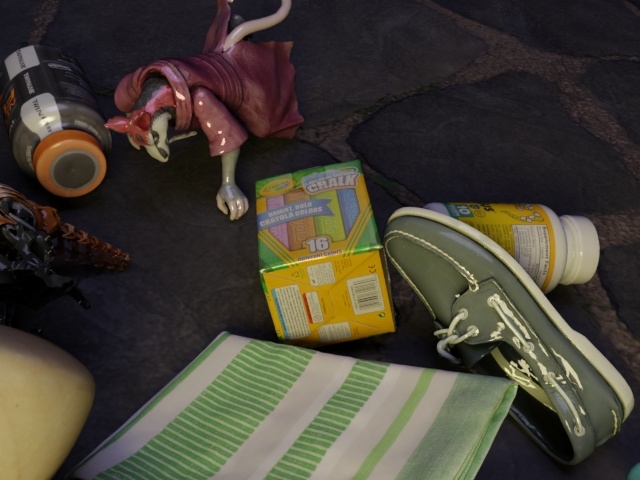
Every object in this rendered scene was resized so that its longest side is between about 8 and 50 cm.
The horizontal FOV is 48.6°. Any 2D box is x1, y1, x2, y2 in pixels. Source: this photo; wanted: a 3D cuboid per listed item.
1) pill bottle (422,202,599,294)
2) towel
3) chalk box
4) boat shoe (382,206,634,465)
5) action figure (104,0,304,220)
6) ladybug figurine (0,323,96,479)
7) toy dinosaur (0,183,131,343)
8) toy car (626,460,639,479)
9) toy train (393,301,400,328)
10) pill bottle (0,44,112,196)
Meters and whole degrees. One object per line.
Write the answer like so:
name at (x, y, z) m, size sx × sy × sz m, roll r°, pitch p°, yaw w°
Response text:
pill bottle at (0.229, 0.012, 0.881) m, size 0.208 × 0.118 × 0.118 m, roll 0°, pitch 39°, yaw -10°
towel at (-0.030, 0.168, 0.604) m, size 0.324 × 0.038 × 0.248 m, roll 2°, pitch 29°, yaw 35°
chalk box at (0.000, 0.000, 0.819) m, size 0.132 × 0.132 × 0.213 m, roll -12°, pitch 38°, yaw 2°
boat shoe at (0.174, 0.094, 0.735) m, size 0.319 × 0.116 × 0.099 m, roll 44°, pitch 60°, yaw 10°
action figure at (-0.146, -0.213, 0.989) m, size 0.248 × 0.276 × 0.370 m, roll 27°, pitch 28°, yaw 13°
ladybug figurine at (-0.387, 0.135, 0.506) m, size 0.449 × 0.305 × 0.162 m, roll 1°, pitch 71°, yaw 13°
toy dinosaur at (-0.340, 0.002, 0.726) m, size 0.321 × 0.164 × 0.218 m, roll -11°, pitch 52°, yaw -33°
toy car at (0.430, 0.257, 0.601) m, size 0.238 × 0.210 × 0.219 m, roll 14°, pitch 42°, yaw -43°
toy train at (0.065, 0.052, 0.873) m, size 0.036 × 0.027 × 0.158 m, roll -2°, pitch 39°, yaw -16°
pill bottle at (-0.364, -0.161, 0.976) m, size 0.130 × 0.130 × 0.246 m, roll -12°, pitch 42°, yaw -24°
